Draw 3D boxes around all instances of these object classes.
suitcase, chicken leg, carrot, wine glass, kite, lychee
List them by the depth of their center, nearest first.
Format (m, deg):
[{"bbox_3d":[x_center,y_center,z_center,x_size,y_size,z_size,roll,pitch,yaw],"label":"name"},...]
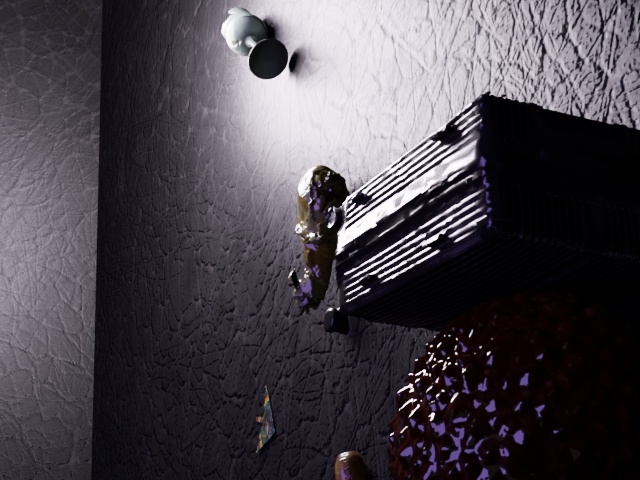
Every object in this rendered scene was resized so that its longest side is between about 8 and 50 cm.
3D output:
[{"bbox_3d":[0.191,0.191,0.969,0.264,0.264,0.300,5,85,65],"label":"lychee"},{"bbox_3d":[0.172,-0.001,1.067,0.335,0.229,0.152,145,129,-60],"label":"suitcase"},{"bbox_3d":[0.052,0.386,1.469,0.047,0.047,0.191,-46,47,53],"label":"carrot"},{"bbox_3d":[0.000,0.000,1.600,0.103,0.088,0.228,6,88,52],"label":"chicken leg"},{"bbox_3d":[-0.095,0.313,1.835,0.090,0.004,0.122,-168,84,-65],"label":"kite"},{"bbox_3d":[-0.124,-0.362,1.934,0.195,0.079,0.079,53,132,53],"label":"wine glass"}]
